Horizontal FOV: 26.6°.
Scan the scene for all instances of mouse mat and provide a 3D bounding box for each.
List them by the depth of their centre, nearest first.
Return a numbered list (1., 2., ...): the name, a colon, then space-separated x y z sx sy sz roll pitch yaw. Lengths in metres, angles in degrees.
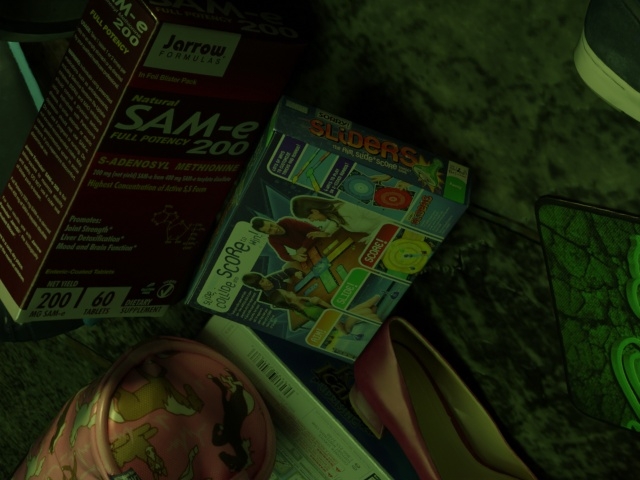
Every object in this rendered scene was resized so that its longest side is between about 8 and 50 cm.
1. mouse mat: 0.211 0.061 0.855 0.152 0.007 0.190 16 136 40

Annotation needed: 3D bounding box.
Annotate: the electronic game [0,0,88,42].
1. electronic game: -0.154 -0.209 0.808 0.229 0.229 0.048 99 150 -50

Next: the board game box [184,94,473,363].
1. board game box: 0.000 0.000 0.929 0.136 0.035 0.201 21 139 -10

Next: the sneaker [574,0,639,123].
1. sneaker: 0.222 -0.093 0.606 0.226 0.086 0.163 34 147 23

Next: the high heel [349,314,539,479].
1. high heel: 0.119 0.158 1.002 0.244 0.082 0.117 48 152 19

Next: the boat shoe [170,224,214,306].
1. boat shoe: -0.151 -0.060 1.057 0.089 0.104 0.285 28 143 25

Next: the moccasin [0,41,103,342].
1. moccasin: -0.269 -0.082 1.062 0.138 0.117 0.342 91 156 -64

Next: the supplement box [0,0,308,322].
1. supplement box: -0.122 -0.058 0.902 0.073 0.130 0.239 49 122 33

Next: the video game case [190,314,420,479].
1. video game case: -0.013 0.178 1.186 0.269 0.061 0.244 47 146 3

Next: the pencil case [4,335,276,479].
1. pencil case: -0.185 0.228 1.207 0.160 0.167 0.386 25 145 -17
